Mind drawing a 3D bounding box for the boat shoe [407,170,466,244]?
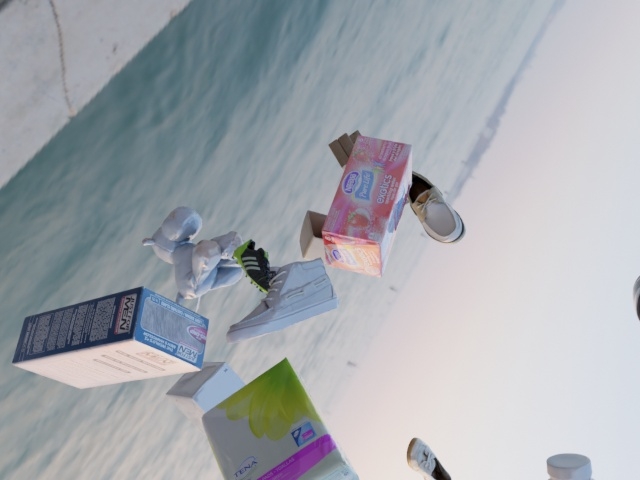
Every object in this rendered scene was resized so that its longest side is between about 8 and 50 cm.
[{"bbox_3d":[0.322,-0.102,2.211,0.113,0.302,0.103,-41,132,7],"label":"boat shoe"}]

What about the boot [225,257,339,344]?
[{"bbox_3d":[-0.088,0.115,1.474,0.258,0.123,0.095,-17,175,-35],"label":"boot"}]

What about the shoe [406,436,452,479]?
[{"bbox_3d":[0.272,0.556,1.844,0.219,0.058,0.076,57,47,-43],"label":"shoe"}]

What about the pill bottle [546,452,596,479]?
[{"bbox_3d":[0.514,0.546,1.499,0.117,0.118,0.208,-24,107,-78],"label":"pill bottle"}]

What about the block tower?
[{"bbox_3d":[0.143,-0.179,2.057,0.091,0.097,0.335,-33,148,10],"label":"block tower"}]

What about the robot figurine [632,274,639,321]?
[{"bbox_3d":[0.961,0.166,2.051,0.278,0.174,0.209,-31,132,-68],"label":"robot figurine"}]

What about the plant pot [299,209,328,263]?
[{"bbox_3d":[0.000,0.000,1.976,0.096,0.109,0.109,-59,-151,34],"label":"plant pot"}]

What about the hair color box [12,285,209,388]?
[{"bbox_3d":[-0.398,0.192,1.399,0.174,0.347,0.105,36,50,-45],"label":"hair color box"}]

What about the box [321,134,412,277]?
[{"bbox_3d":[0.116,-0.084,1.756,0.154,0.142,0.300,82,25,-56],"label":"box"}]

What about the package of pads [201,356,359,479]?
[{"bbox_3d":[-0.091,0.408,1.460,0.229,0.296,0.101,-34,133,-2],"label":"package of pads"}]

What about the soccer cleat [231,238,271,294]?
[{"bbox_3d":[-0.143,0.062,1.720,0.072,0.179,0.060,-44,140,1],"label":"soccer cleat"}]

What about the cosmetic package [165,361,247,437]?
[{"bbox_3d":[-0.272,0.454,2.020,0.138,0.224,0.225,-47,-165,-28],"label":"cosmetic package"}]

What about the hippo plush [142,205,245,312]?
[{"bbox_3d":[-0.362,0.034,2.137,0.234,0.236,0.294,-7,138,-54],"label":"hippo plush"}]
